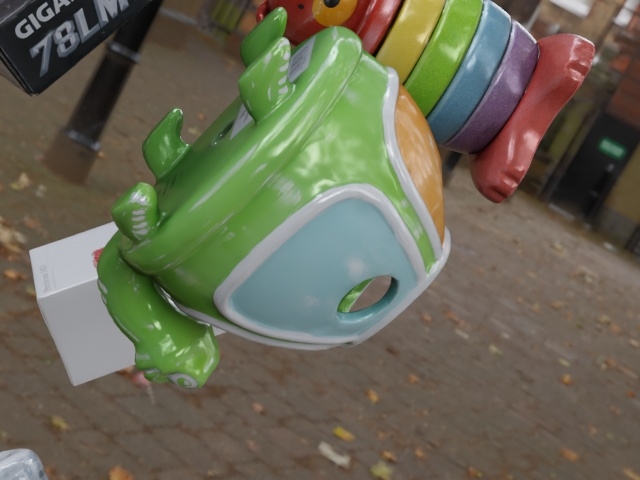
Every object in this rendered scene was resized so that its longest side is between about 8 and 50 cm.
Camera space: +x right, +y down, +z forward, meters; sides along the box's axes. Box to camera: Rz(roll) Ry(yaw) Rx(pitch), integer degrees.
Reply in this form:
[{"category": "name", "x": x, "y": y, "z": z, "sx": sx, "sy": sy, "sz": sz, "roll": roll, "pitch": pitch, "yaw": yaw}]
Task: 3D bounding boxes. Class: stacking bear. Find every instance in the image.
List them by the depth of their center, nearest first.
[{"category": "stacking bear", "x": 0.084, "y": -0.187, "z": 1.065, "sx": 0.289, "sy": 0.175, "sz": 0.164, "roll": 28, "pitch": 13, "yaw": -10}]

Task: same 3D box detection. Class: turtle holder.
[{"category": "turtle holder", "x": -0.041, "y": -0.008, "z": 0.894, "sx": 0.227, "sy": 0.320, "sz": 0.243, "roll": 43, "pitch": -7, "yaw": -16}]

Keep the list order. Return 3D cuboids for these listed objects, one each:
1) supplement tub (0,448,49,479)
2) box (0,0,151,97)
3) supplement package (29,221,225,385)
[{"category": "supplement tub", "x": -0.334, "y": 0.406, "z": 1.147, "sx": 0.207, "sy": 0.207, "sz": 0.338, "roll": -30, "pitch": 99, "yaw": -78}, {"category": "box", "x": -0.202, "y": -0.273, "z": 0.885, "sx": 0.293, "sy": 0.295, "sz": 0.073, "roll": 34, "pitch": -18, "yaw": 40}, {"category": "supplement package", "x": -0.293, "y": 0.074, "z": 1.772, "sx": 0.293, "sy": 0.175, "sz": 0.177, "roll": -20, "pitch": 30, "yaw": -9}]
